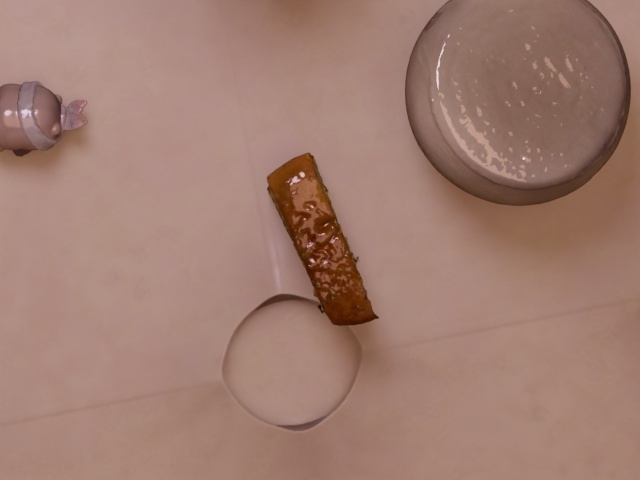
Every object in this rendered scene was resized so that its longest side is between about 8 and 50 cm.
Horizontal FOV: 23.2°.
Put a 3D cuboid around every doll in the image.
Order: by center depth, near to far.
[{"bbox_3d":[-0.299,-0.118,1.594,0.127,0.073,0.084,3,132,-2],"label":"doll"}]

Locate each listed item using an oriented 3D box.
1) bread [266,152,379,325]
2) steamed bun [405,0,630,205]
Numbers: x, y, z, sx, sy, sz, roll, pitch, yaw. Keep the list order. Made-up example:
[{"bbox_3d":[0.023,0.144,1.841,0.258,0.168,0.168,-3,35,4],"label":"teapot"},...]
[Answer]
[{"bbox_3d":[0.000,0.000,1.623,0.065,0.103,0.187,-26,103,-2],"label":"bread"},{"bbox_3d":[0.196,-0.149,1.597,0.232,0.145,0.232,1,86,-9],"label":"steamed bun"}]
